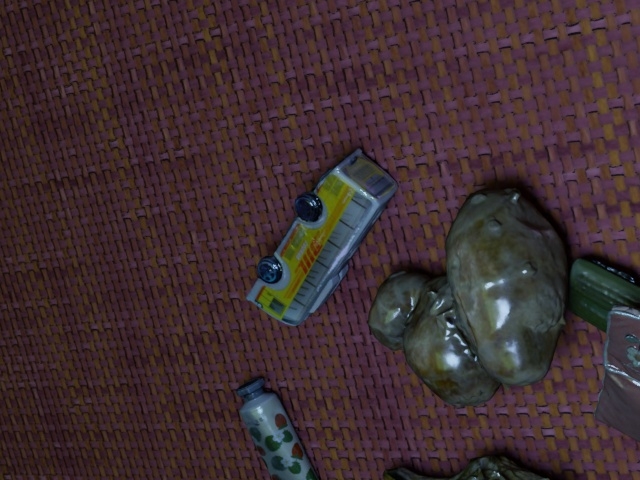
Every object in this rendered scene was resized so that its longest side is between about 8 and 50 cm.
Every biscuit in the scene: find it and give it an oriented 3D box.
[{"bbox_3d":[0.418,0.119,1.642,0.322,0.038,0.099,31,143,26],"label":"biscuit"}]

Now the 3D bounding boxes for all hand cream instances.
[{"bbox_3d":[-0.045,0.331,2.074,0.095,0.059,0.276,-21,98,42],"label":"hand cream"}]

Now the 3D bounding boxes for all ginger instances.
[{"bbox_3d":[0.181,0.088,1.745,0.304,0.155,0.244,-41,63,43],"label":"ginger"}]

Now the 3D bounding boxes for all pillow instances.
[{"bbox_3d":[0.387,0.166,1.655,0.126,0.043,0.232,27,144,27],"label":"pillow"}]

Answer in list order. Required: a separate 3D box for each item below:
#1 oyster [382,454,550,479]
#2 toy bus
[{"bbox_3d":[0.212,0.371,1.846,0.337,0.133,0.197,-7,104,41],"label":"oyster"},{"bbox_3d":[0.000,0.000,1.898,0.106,0.092,0.268,38,125,7],"label":"toy bus"}]
